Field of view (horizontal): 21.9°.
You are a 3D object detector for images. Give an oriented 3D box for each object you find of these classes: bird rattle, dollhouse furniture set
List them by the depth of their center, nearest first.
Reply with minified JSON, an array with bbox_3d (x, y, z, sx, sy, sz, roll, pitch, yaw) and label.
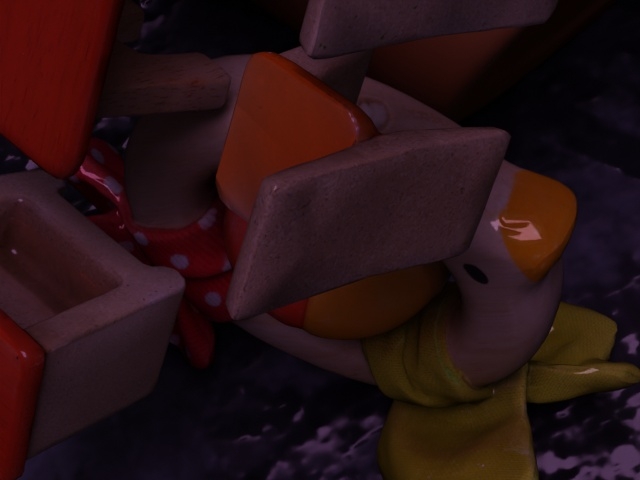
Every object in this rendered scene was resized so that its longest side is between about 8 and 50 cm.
[{"bbox_3d":[-0.092,-0.054,0.485,0.262,0.259,0.135,37,35,30],"label":"dollhouse furniture set"},{"bbox_3d":[0.000,0.000,0.613,0.253,0.207,0.143,32,60,10],"label":"bird rattle"}]

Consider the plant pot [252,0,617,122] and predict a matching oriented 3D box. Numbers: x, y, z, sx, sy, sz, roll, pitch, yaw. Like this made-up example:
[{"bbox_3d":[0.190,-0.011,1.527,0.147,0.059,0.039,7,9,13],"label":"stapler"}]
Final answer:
[{"bbox_3d":[0.052,-0.181,0.636,0.291,0.291,0.203,-39,85,-6],"label":"plant pot"}]
